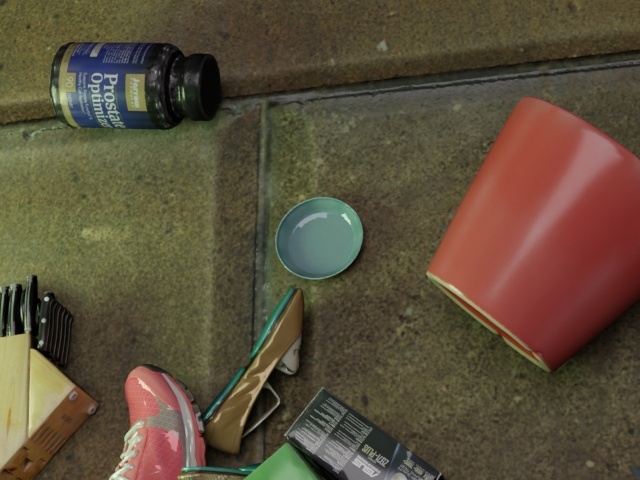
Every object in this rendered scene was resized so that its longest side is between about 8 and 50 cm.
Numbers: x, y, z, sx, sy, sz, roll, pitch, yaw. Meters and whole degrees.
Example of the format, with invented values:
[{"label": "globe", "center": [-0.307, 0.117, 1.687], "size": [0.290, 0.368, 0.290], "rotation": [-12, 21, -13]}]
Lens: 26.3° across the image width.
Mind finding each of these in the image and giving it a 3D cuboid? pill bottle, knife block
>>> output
[{"label": "pill bottle", "center": [-0.258, -0.218, 1.930], "size": [0.219, 0.123, 0.123], "rotation": [2, 67, 15]}, {"label": "knife block", "center": [-0.427, 0.185, 1.809], "size": [0.242, 0.088, 0.276], "rotation": [36, 79, 25]}]

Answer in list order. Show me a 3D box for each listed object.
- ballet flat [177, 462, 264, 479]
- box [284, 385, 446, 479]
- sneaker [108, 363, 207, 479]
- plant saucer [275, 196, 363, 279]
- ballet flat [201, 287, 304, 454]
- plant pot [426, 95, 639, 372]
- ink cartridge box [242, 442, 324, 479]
[{"label": "ballet flat", "center": [-0.094, 0.299, 1.622], "size": [0.073, 0.206, 0.067], "rotation": [-3, 82, 35]}, {"label": "box", "center": [0.062, 0.272, 1.619], "size": [0.180, 0.147, 0.077], "rotation": [34, 77, 24]}, {"label": "sneaker", "center": [-0.207, 0.291, 1.663], "size": [0.136, 0.116, 0.314], "rotation": [-3, 59, -29]}, {"label": "plant saucer", "center": [0.000, 0.000, 1.826], "size": [0.119, 0.021, 0.119], "rotation": [-5, 66, 11]}, {"label": "ballet flat", "center": [-0.071, 0.170, 1.751], "size": [0.073, 0.080, 0.232], "rotation": [35, 80, -4]}, {"label": "plant pot", "center": [0.275, 0.006, 1.639], "size": [0.275, 0.275, 0.243], "rotation": [37, 87, 25]}, {"label": "ink cartridge box", "center": [0.028, 0.392, 1.537], "size": [0.121, 0.211, 0.289], "rotation": [-39, 63, -6]}]
